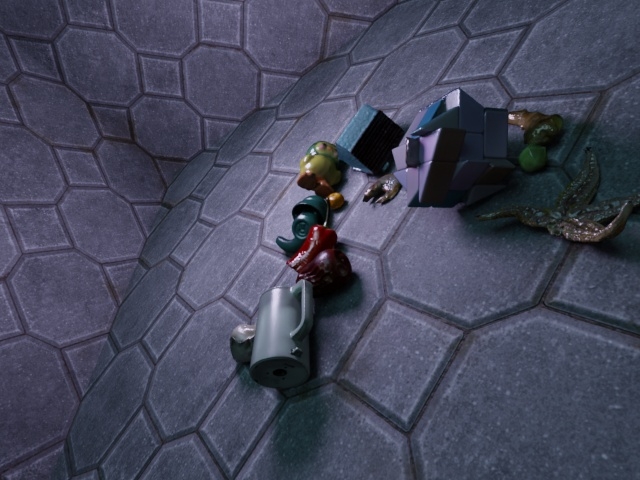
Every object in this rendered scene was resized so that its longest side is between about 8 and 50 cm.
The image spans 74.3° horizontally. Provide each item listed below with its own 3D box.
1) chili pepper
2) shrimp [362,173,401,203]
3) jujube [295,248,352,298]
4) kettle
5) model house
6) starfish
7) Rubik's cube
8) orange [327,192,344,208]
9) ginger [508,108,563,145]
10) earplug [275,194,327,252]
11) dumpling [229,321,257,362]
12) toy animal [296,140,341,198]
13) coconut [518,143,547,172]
[{"bbox_3d":[0.004,0.003,1.771,0.131,0.134,0.338,29,82,41],"label":"chili pepper"},{"bbox_3d":[0.259,-0.215,1.797,0.187,0.052,0.132,-38,35,7],"label":"shrimp"},{"bbox_3d":[0.010,0.131,1.629,0.230,0.155,0.155,-33,36,27],"label":"jujube"},{"bbox_3d":[-0.134,0.323,1.509,0.205,0.265,0.318,3,42,-2],"label":"kettle"},{"bbox_3d":[0.246,-0.442,1.948,0.248,0.230,0.281,32,81,13],"label":"model house"},{"bbox_3d":[0.701,-0.106,1.160,0.383,0.132,0.398,-39,21,-1],"label":"starfish"},{"bbox_3d":[0.437,-0.297,1.459,0.387,0.358,0.368,-174,85,-78],"label":"Rubik's cube"},{"bbox_3d":[0.069,-0.181,1.946,0.083,0.070,0.083,-10,38,8],"label":"orange"},{"bbox_3d":[0.725,-0.400,1.474,0.131,0.086,0.294,-48,25,14],"label":"ginger"},{"bbox_3d":[-0.069,-0.082,1.960,0.280,0.163,0.257,-56,-3,-33],"label":"earplug"},{"bbox_3d":[-0.290,0.394,1.705,0.247,0.142,0.172,-44,9,45],"label":"dumpling"},{"bbox_3d":[-0.006,-0.348,2.093,0.191,0.216,0.338,-50,20,48],"label":"toy animal"},{"bbox_3d":[0.692,-0.269,1.368,0.096,0.087,0.088,-50,20,54],"label":"coconut"}]
